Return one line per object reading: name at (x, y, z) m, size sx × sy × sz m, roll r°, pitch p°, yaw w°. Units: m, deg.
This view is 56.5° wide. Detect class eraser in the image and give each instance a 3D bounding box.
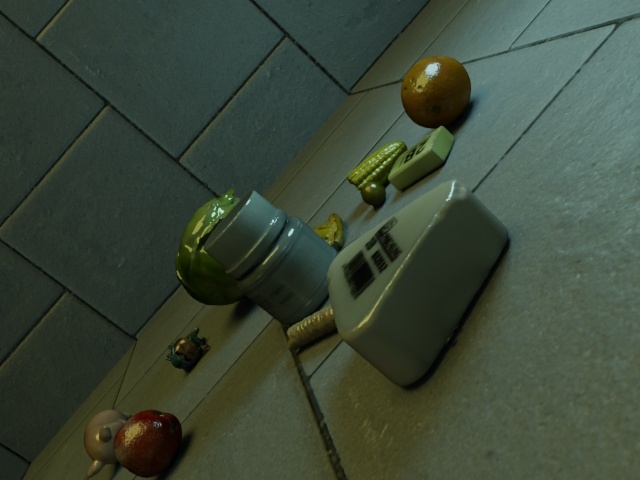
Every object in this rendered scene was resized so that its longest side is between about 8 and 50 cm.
eraser at (0.260, -0.212, 1.555) m, size 0.172 × 0.058 × 0.117 m, roll -33°, pitch 21°, yaw 48°
eraser at (0.130, 0.072, 1.044) m, size 0.331 × 0.150 × 0.331 m, roll -46°, pitch 13°, yaw 14°

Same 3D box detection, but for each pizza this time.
pizza at (-0.006, 0.004, 1.751) m, size 0.188 × 0.080 × 0.204 m, roll -48°, pitch 16°, yaw 6°

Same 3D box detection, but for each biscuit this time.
biscuit at (-0.005, 0.190, 1.327) m, size 0.219 × 0.055 × 0.061 m, roll -35°, pitch 31°, yaw 44°

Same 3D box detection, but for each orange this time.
orange at (0.313, -0.401, 1.620) m, size 0.206 × 0.206 × 0.206 m, roll -45°, pitch 15°, yaw 16°

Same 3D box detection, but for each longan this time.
longan at (0.148, -0.123, 1.657) m, size 0.075 × 0.075 × 0.084 m, roll 179°, pitch 89°, yaw -71°

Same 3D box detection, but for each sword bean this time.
sword bean at (0.078, 0.015, 1.611) m, size 0.083 × 0.012 × 0.012 m, roll -39°, pitch 18°, yaw 38°

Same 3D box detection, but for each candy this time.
candy at (0.177, -0.215, 1.751) m, size 0.199 × 0.094 × 0.106 m, roll -41°, pitch 14°, yaw 2°

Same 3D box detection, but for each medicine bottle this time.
medicine bottle at (-0.123, 0.042, 1.545) m, size 0.245 × 0.306 × 0.245 m, roll -45°, pitch 16°, yaw 16°

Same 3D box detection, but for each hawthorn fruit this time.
hawthorn fruit at (-0.447, 0.528, 1.564) m, size 0.173 × 0.173 × 0.173 m, roll -45°, pitch 15°, yaw 16°

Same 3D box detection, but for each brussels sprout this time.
brussels sprout at (-0.332, 0.048, 2.061) m, size 0.361 × 0.342 × 0.425 m, roll -45°, pitch 2°, yaw -12°

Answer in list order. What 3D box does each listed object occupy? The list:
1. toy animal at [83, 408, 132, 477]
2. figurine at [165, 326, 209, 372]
toy animal at (-0.722, 0.666, 2.024) m, size 0.250 × 0.153 × 0.167 m, roll -163°, pitch 70°, yaw -73°
figurine at (-0.460, 0.374, 2.121) m, size 0.144 × 0.114 × 0.178 m, roll -39°, pitch 9°, yaw 30°
